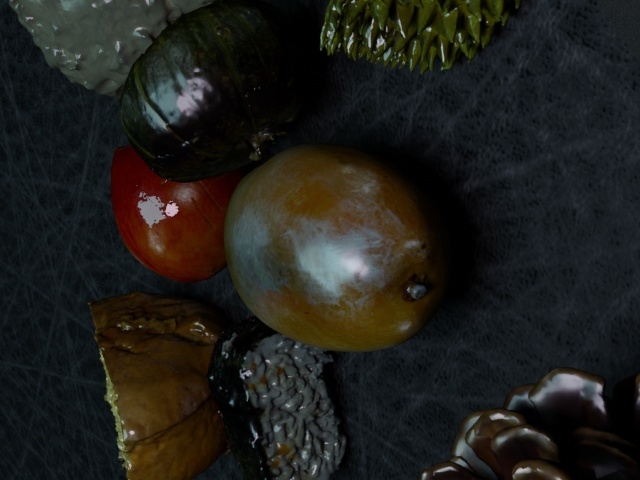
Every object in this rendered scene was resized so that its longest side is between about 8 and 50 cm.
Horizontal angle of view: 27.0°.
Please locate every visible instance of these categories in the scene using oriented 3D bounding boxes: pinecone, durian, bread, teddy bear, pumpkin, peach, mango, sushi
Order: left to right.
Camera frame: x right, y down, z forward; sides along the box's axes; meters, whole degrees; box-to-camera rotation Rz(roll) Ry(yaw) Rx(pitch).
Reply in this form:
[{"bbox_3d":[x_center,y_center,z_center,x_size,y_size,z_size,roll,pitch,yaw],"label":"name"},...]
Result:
[{"bbox_3d":[-0.191,-0.325,1.557,0.367,0.224,0.357,-19,131,24],"label":"teddy bear"},{"bbox_3d":[-0.200,0.191,1.786,0.340,0.179,0.194,-127,29,-63],"label":"bread"},{"bbox_3d":[-0.173,-0.055,1.660,0.197,0.197,0.197,25,123,47],"label":"peach"},{"bbox_3d":[-0.111,-0.159,1.496,0.159,0.238,0.238,52,140,16],"label":"pumpkin"},{"bbox_3d":[-0.056,0.209,1.646,0.126,0.136,0.225,27,129,57],"label":"sushi"},{"bbox_3d":[0.000,0.000,1.443,0.384,0.199,0.221,30,135,60],"label":"mango"},{"bbox_3d":[0.118,-0.303,1.267,0.198,0.163,0.394,-85,17,-49],"label":"durian"},{"bbox_3d":[0.221,0.282,1.058,0.384,0.384,0.384,25,123,47],"label":"pinecone"}]

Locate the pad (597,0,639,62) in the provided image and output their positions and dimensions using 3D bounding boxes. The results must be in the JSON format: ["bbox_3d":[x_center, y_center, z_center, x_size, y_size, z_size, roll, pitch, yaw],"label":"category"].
[{"bbox_3d":[0.286,-0.225,1.118,0.211,0.003,0.143,60,143,18],"label":"pad"}]

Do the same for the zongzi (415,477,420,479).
[{"bbox_3d":[0.207,0.332,1.365,0.247,0.111,0.241,65,151,8],"label":"zongzi"}]
